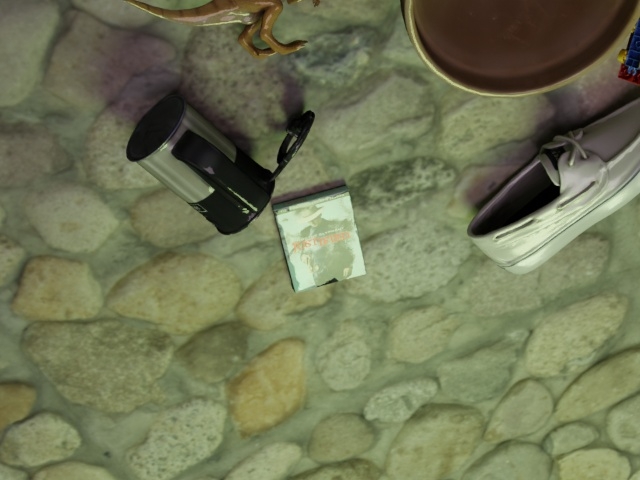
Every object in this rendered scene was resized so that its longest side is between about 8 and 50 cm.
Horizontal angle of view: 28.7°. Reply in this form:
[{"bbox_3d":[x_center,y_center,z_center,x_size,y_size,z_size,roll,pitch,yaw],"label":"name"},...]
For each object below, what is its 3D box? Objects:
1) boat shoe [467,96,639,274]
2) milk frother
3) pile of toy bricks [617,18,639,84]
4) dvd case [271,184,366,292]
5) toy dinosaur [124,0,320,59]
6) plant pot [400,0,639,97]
[{"bbox_3d":[0.272,-0.074,1.364,0.088,0.096,0.267,32,120,-34],"label":"boat shoe"},{"bbox_3d":[-0.094,-0.101,1.263,0.135,0.129,0.143,40,64,-32],"label":"milk frother"},{"bbox_3d":[0.336,-0.269,1.250,0.105,0.118,0.212,-10,120,-49],"label":"pile of toy bricks"},{"bbox_3d":[0.000,0.000,1.393,0.087,0.013,0.119,-15,125,-3],"label":"dvd case"},{"bbox_3d":[-0.071,-0.226,1.203,0.211,0.064,0.112,-27,108,-6],"label":"toy dinosaur"},{"bbox_3d":[0.185,-0.261,1.190,0.237,0.110,0.237,-6,132,-7],"label":"plant pot"}]
